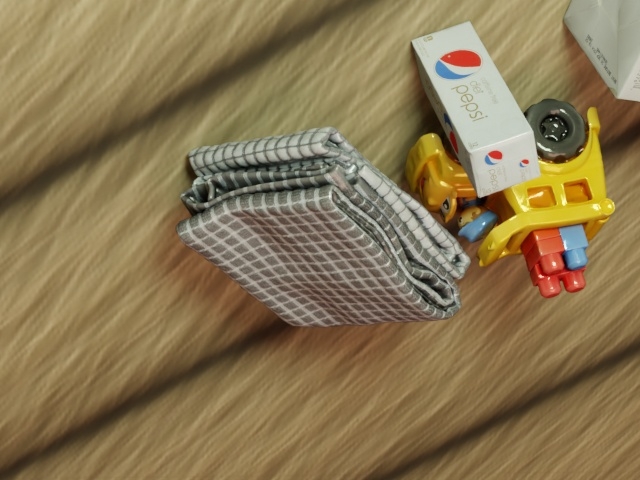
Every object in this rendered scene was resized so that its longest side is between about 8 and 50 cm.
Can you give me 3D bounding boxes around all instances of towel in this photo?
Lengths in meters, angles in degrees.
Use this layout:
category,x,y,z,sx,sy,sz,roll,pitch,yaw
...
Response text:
category,x,y,z,sx,sy,sz,roll,pitch,yaw
towel,0.000,0.000,1.702,0.235,0.121,0.284,-5,146,40

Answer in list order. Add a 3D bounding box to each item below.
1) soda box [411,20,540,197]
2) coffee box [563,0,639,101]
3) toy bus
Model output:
category,x,y,z,sx,sy,sz,roll,pitch,yaw
soda box,0.167,-0.146,1.643,0.074,0.216,0.069,-19,134,-1
coffee box,0.449,-0.232,1.696,0.297,0.168,0.119,5,128,-23
toy bus,0.225,-0.036,1.740,0.220,0.211,0.149,-8,162,-10
